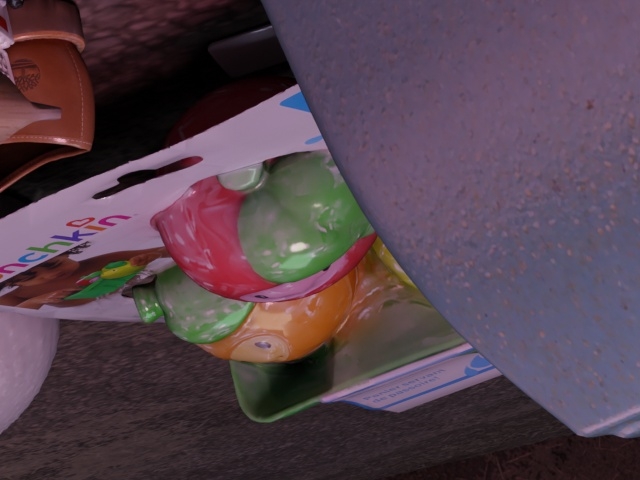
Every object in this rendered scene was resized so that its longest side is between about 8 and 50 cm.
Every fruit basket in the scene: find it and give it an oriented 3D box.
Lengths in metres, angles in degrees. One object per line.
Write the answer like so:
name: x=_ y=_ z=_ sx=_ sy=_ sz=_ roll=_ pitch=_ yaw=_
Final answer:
fruit basket: x=0.000 y=0.000 z=0.993 sx=0.327 sy=0.165 sz=0.353 roll=-23 pitch=168 yaw=28

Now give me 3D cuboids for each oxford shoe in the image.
oxford shoe: x=-0.192 y=-0.034 z=0.846 sx=0.212 sy=0.076 sz=0.076 roll=-19 pitch=169 yaw=22

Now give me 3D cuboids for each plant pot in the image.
plant pot: x=0.147 y=-0.073 z=0.692 sx=0.247 sy=0.252 sz=0.248 roll=-6 pitch=164 yaw=-34

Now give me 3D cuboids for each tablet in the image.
tablet: x=-0.010 y=-0.099 z=0.942 sx=0.083 sy=0.006 sz=0.054 roll=-18 pitch=167 yaw=7

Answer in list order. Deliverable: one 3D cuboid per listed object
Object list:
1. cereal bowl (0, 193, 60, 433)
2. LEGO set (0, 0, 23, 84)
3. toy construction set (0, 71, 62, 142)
cereal bowl: x=-0.303 y=0.091 z=1.090 sx=0.339 sy=0.141 sz=0.339 roll=-16 pitch=166 yaw=-4
LEGO set: x=-0.148 y=-0.096 z=0.680 sx=0.244 sy=0.060 sz=0.182 roll=-7 pitch=168 yaw=-36
toy construction set: x=-0.215 y=0.011 z=0.584 sx=0.308 sy=0.258 sz=0.237 roll=-14 pitch=179 yaw=20
